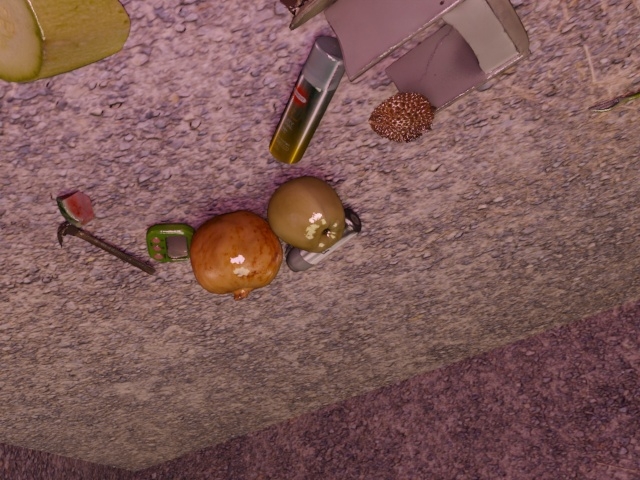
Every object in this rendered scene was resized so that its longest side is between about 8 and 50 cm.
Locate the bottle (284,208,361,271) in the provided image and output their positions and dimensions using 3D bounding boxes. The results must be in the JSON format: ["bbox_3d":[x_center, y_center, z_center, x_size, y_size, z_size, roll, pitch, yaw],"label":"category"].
[{"bbox_3d":[0.000,0.000,1.545,0.254,0.079,0.096,-37,99,30],"label":"bottle"}]

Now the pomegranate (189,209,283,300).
[{"bbox_3d":[-0.218,0.040,1.407,0.248,0.248,0.248,-7,144,-6],"label":"pomegranate"}]

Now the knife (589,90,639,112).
[{"bbox_3d":[0.749,-0.345,1.331,0.184,0.022,0.026,-19,118,12],"label":"knife"}]

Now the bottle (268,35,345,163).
[{"bbox_3d":[-0.027,-0.286,1.145,0.082,0.082,0.286,7,140,-24],"label":"bottle"}]

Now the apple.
[{"bbox_3d":[-0.033,-0.066,1.356,0.200,0.200,0.200,-7,144,-6],"label":"apple"}]

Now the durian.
[{"bbox_3d":[0.163,-0.217,1.010,0.140,0.071,0.110,-15,158,-17],"label":"durian"}]

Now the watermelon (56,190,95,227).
[{"bbox_3d":[-0.582,-0.072,1.303,0.072,0.084,0.092,-19,-173,-26],"label":"watermelon"}]

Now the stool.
[{"bbox_3d":[0.195,-0.374,0.977,0.270,0.170,0.244,-30,153,26],"label":"stool"}]

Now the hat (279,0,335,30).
[{"bbox_3d":[0.013,-0.463,0.860,0.257,0.257,0.130,-32,106,26],"label":"hat"}]

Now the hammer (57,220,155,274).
[{"bbox_3d":[-0.561,0.026,1.465,0.125,0.027,0.297,-30,141,22],"label":"hammer"}]

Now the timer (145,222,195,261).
[{"bbox_3d":[-0.398,0.005,1.465,0.128,0.047,0.140,-1,143,-11],"label":"timer"}]

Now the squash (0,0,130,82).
[{"bbox_3d":[-0.471,-0.375,0.960,0.204,0.155,0.237,34,137,2],"label":"squash"}]
